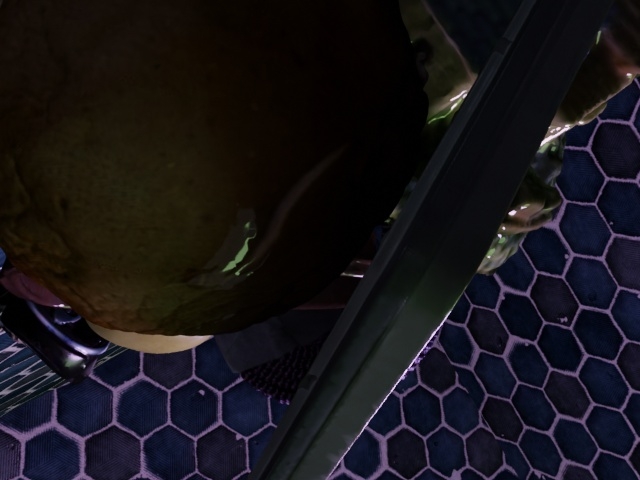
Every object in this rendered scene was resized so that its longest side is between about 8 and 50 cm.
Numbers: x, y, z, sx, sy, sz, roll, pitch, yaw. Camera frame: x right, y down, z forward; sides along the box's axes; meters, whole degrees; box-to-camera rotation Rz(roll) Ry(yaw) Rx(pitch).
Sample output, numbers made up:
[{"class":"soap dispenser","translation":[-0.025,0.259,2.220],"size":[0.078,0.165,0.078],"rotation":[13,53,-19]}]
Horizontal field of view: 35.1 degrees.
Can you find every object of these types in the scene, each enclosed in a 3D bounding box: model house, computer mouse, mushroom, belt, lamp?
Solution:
[{"class":"model house","translation":[0.170,-0.154,0.792],"size":[0.266,0.261,0.321],"rotation":[-36,-179,31]},{"class":"computer mouse","translation":[-0.328,0.110,1.276],"size":[0.096,0.137,0.233],"rotation":[-53,-171,-15]},{"class":"mushroom","translation":[-0.047,-0.063,0.580],"size":[0.233,0.208,0.301],"rotation":[-47,168,10]},{"class":"belt","translation":[0.000,0.000,0.973],"size":[0.260,0.325,0.122],"rotation":[-5,170,17]},{"class":"lamp","translation":[0.057,0.004,0.547],"size":[0.266,0.047,0.269],"rotation":[-58,176,-41]}]

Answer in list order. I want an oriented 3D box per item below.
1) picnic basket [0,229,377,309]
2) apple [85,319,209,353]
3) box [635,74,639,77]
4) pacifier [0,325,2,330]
[{"class":"picnic basket","translation":[-0.097,-0.019,0.801],"size":[0.296,0.129,0.222],"rotation":[0,170,-8]},{"class":"apple","translation":[-0.180,0.035,1.116],"size":[0.200,0.200,0.200],"rotation":[-30,176,-2]},{"class":"box","translation":[0.380,-0.296,1.104],"size":[0.252,0.178,0.328],"rotation":[-30,176,-30]},{"class":"pacifier","translation":[-0.444,0.139,1.294],"size":[0.083,0.064,0.068],"rotation":[-26,-168,-41]}]
